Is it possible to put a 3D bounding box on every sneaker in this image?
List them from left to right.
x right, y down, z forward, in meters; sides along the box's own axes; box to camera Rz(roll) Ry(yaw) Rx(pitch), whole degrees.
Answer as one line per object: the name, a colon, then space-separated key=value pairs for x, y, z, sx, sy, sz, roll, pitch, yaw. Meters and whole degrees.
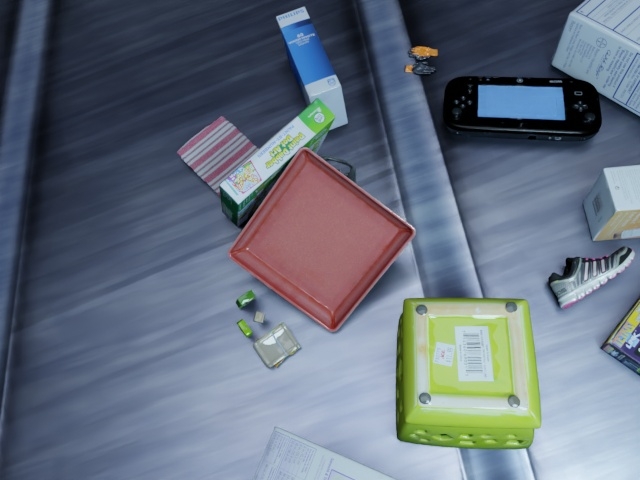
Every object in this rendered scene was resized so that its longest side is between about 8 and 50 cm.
sneaker: x=0.492 y=0.051 z=0.976 sx=0.170 sy=0.063 sz=0.074 roll=-34 pitch=71 yaw=-2

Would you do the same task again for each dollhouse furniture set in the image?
dollhouse furniture set: x=-0.112 y=0.172 z=1.039 sx=0.076 sy=0.058 sz=0.151 roll=-34 pitch=84 yaw=-15

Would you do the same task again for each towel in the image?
towel: x=-0.221 y=-0.188 z=1.223 sx=0.144 sy=0.029 sz=0.197 roll=-42 pitch=68 yaw=-11

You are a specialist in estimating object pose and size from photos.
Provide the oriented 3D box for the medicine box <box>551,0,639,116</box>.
medicine box: x=0.699 y=-0.422 z=1.111 sx=0.263 sy=0.149 sz=0.289 roll=-40 pitch=66 yaw=-13

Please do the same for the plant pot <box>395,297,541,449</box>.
plant pot: x=0.235 y=0.209 z=0.866 sx=0.227 sy=0.207 sz=0.228 roll=0 pitch=64 yaw=9

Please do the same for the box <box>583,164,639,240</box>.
box: x=0.599 y=-0.070 z=0.979 sx=0.171 sy=0.130 sz=0.091 roll=-4 pitch=64 yaw=8

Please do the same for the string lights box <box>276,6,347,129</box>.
string lights box: x=-0.021 y=-0.393 z=1.225 sx=0.077 sy=0.133 sz=0.259 roll=-20 pitch=64 yaw=0

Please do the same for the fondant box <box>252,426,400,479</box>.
fondant box: x=0.100 y=0.380 z=0.733 sx=0.330 sy=0.238 sz=0.096 roll=7 pitch=64 yaw=36

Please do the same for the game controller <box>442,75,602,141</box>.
game controller: x=0.427 y=-0.288 z=1.143 sx=0.319 sy=0.067 sz=0.166 roll=5 pitch=66 yaw=11

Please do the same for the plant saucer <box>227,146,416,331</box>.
plant saucer: x=0.000 y=0.000 z=0.998 sx=0.258 sy=0.047 sz=0.259 roll=36 pitch=107 yaw=-2

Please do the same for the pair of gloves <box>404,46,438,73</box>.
pair of gloves: x=0.242 y=-0.430 z=1.270 sx=0.074 sy=0.010 sz=0.083 roll=8 pitch=68 yaw=12

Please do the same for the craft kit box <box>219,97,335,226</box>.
craft kit box: x=-0.093 y=-0.145 z=1.061 sx=0.061 sy=0.250 sz=0.246 roll=43 pitch=79 yaw=-1

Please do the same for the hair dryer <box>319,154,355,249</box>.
hair dryer: x=0.035 y=-0.053 z=1.089 sx=0.224 sy=0.080 sz=0.293 roll=-39 pitch=66 yaw=-10

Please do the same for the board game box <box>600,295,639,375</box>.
board game box: x=0.599 y=0.164 z=0.916 sx=0.141 sy=0.048 sz=0.170 roll=39 pitch=77 yaw=25
